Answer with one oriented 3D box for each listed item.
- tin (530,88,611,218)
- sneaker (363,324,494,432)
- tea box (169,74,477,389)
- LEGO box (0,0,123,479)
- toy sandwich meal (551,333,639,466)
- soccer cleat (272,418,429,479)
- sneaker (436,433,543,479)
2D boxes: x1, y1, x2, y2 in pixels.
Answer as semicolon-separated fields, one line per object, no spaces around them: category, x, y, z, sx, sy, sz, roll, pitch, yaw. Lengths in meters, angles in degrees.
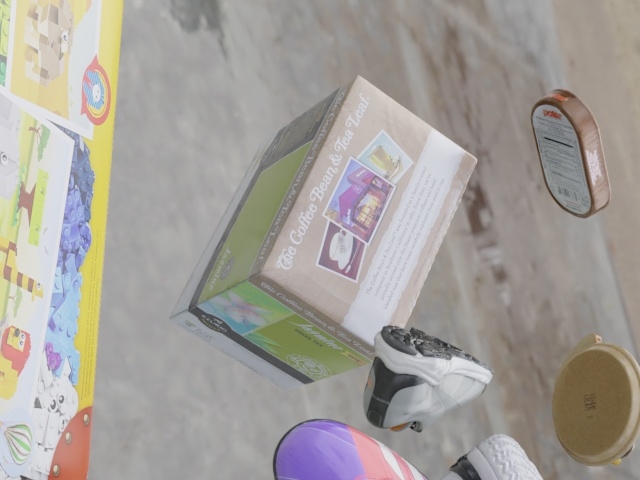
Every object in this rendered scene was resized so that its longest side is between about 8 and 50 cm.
tin;0.339;-0.115;1.922;0.040;0.106;0.190;-34;123;-25
sneaker;0.112;0.160;1.582;0.271;0.100;0.108;15;99;-65
tea box;0.000;0.000;1.975;0.220;0.323;0.329;33;65;-15
LEGO box;-0.294;-0.104;0.871;0.372;0.193;0.500;26;65;-67
toy sandwich meal;0.177;0.101;0.884;0.029;0.085;0.086;13;58;-35
soccer cleat;0.085;0.253;1.085;0.318;0.108;0.116;48;-16;15
sneaker;0.142;0.318;1.340;0.366;0.210;0.137;54;10;-53
